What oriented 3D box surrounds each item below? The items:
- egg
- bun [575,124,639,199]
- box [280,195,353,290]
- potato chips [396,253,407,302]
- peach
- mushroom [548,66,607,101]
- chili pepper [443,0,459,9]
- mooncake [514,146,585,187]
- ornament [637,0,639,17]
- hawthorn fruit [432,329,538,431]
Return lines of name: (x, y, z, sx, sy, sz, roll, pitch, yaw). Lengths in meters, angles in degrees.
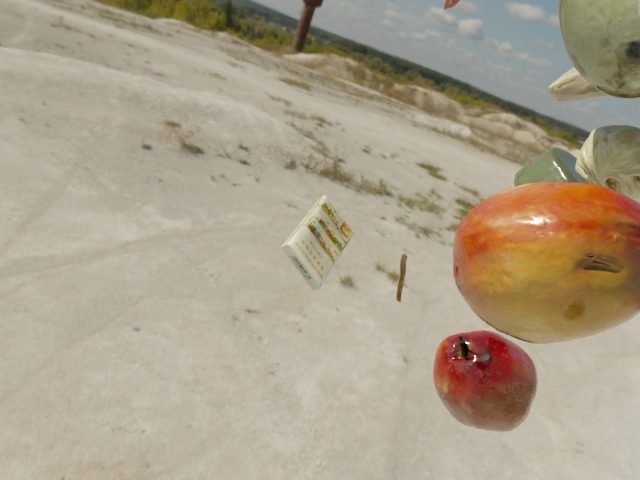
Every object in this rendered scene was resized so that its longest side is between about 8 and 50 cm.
egg: (0.698, -0.527, 1.079, 0.345, 0.427, 0.345, 8, 12, -2)
bun: (0.775, -0.183, 1.300, 0.231, 0.231, 0.133, 32, 61, 26)
box: (-0.001, 0.000, 1.119, 0.122, 0.032, 0.220, 53, 37, -15)
potato chips: (0.282, 0.128, 1.739, 0.026, 0.204, 0.037, 6, 32, 5)
peach: (0.432, 0.040, 0.929, 0.373, 0.372, 0.289, 25, 64, 9)
mushroom: (0.963, -0.544, 1.611, 0.154, 0.137, 0.407, -24, 15, -32)
chili pepper: (0.361, -0.630, 1.144, 0.059, 0.268, 0.050, 46, 52, -1)
mooncake: (0.810, -0.125, 1.648, 0.356, 0.194, 0.356, 25, 41, -24)
ornament: (0.538, -0.295, 0.541, 0.239, 0.239, 0.240, 59, 3, -34)
hawthorn fruit: (0.454, 0.371, 1.424, 0.369, 0.285, 0.284, 52, 3, -33)
